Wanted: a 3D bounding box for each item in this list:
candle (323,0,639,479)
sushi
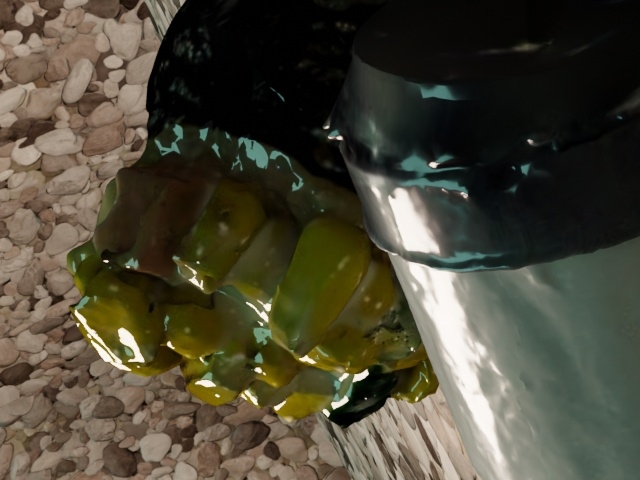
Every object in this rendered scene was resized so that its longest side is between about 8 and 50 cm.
[{"bbox_3d":[0.151,0.022,0.737,0.221,0.221,0.342,47,160,62],"label":"candle"},{"bbox_3d":[0.000,0.000,0.988,0.328,0.285,0.328,20,163,1],"label":"sushi"}]
